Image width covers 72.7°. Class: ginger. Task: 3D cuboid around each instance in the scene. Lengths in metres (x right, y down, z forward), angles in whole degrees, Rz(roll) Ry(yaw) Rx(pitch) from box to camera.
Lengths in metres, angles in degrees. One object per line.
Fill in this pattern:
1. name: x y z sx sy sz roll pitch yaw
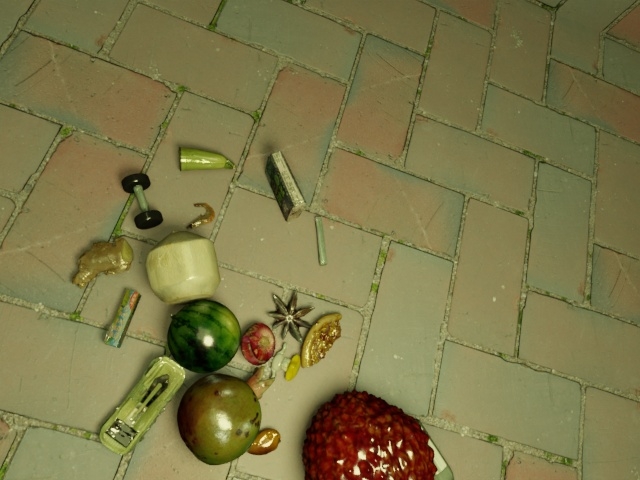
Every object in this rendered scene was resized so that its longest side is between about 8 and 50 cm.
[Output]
1. ginger: -0.770 0.072 1.521 0.213 0.074 0.137 -23 80 -13

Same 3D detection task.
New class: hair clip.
1. hair clip: -0.572 0.527 1.422 0.138 0.091 0.321 39 80 -8

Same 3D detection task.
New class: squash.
1. squash: -0.444 -0.308 1.713 0.224 0.094 0.094 4 73 -19

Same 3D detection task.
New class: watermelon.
1. watermelon: -0.386 0.318 1.448 0.242 0.242 0.242 4 73 -12

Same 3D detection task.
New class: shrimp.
1. shrimp: -0.469 -0.092 1.666 0.127 0.025 0.091 -38 85 -25

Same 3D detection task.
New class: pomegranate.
1. pomegranate: -0.292 0.562 1.398 0.323 0.290 0.291 -2 71 -46

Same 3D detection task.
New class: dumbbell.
1. dumbbell: -0.654 -0.143 1.597 0.100 0.100 0.191 -19 79 -18

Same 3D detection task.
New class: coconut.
1. coconut: -0.469 0.088 1.498 0.244 0.245 0.247 -8 75 -16

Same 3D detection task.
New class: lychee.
1. lychee: 0.161 0.712 1.357 0.424 0.425 0.500 -23 52 -19

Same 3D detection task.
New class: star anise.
1. star anise: -0.108 0.281 1.618 0.204 0.061 0.181 40 74 0

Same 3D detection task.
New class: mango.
1. mango: -0.196 0.686 1.475 0.127 0.063 0.077 -15 82 -12

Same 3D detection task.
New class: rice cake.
1. rice cake: 0.001 0.000 1.747 0.033 0.033 0.208 -3 74 -13

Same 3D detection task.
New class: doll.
1. doll: -0.135 0.453 1.563 0.113 0.071 0.135 43 73 10

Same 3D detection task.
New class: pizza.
1. pizza: 0.006 0.362 1.603 0.246 0.058 0.127 -39 110 -30

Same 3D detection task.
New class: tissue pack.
1. tissue pack: -0.142 -0.209 1.702 0.073 0.173 0.236 -22 79 -18

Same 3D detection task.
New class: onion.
1. onion: -0.245 0.371 1.548 0.150 0.140 0.150 30 53 -50

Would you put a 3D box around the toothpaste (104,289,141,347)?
1. toothpaste: -0.674 0.265 1.483 0.044 0.070 0.193 17 70 -6

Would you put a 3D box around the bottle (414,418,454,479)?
1. bottle: 0.387 0.780 1.583 0.096 0.079 0.254 -36 83 18
